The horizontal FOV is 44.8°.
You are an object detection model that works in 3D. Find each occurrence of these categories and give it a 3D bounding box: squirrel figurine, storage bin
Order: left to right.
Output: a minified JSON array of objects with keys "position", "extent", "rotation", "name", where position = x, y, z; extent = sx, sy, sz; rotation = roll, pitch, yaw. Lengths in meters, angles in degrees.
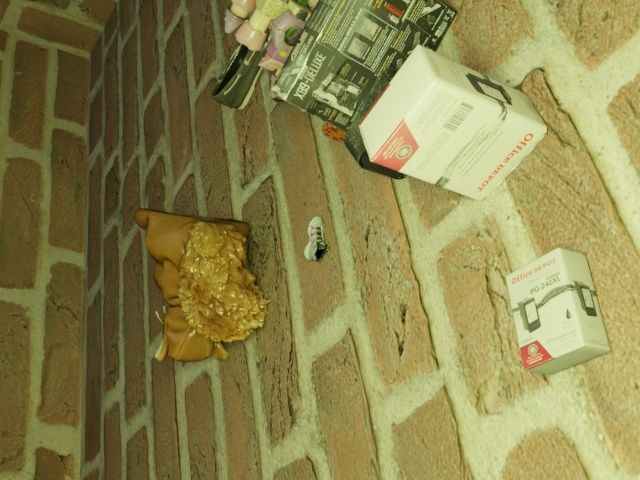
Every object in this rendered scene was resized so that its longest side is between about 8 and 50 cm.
[{"position":[-0.299,0.130,1.901],"extent":[0.397,0.281,0.370],"rotation":[14,97,61],"name":"squirrel figurine"},{"position":[0.141,-0.219,1.471],"extent":[0.180,0.122,0.084],"rotation":[-60,35,24],"name":"storage bin"}]

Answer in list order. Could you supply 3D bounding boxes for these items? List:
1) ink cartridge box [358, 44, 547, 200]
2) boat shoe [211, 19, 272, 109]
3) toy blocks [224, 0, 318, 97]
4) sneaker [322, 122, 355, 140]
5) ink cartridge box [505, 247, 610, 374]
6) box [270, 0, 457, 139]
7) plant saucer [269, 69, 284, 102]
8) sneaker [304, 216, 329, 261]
[{"position":[0.211,-0.180,1.241],"extent":[0.172,0.237,0.100],"rotation":[-51,37,34],"name":"ink cartridge box"},{"position":[-0.201,-0.522,2.151],"extent":[0.335,0.096,0.112],"rotation":[-64,34,18],"name":"boat shoe"},{"position":[-0.056,-0.417,1.713],"extent":[0.260,0.289,0.309],"rotation":[-55,41,25],"name":"toy blocks"},{"position":[0.072,-0.263,1.671],"extent":[0.175,0.064,0.067],"rotation":[-19,47,46],"name":"sneaker"},{"position":[0.332,0.100,1.103],"extent":[0.109,0.063,0.150],"rotation":[-38,48,45],"name":"ink cartridge box"},{"position":[0.084,-0.359,1.474],"extent":[0.307,0.242,0.076],"rotation":[-60,35,13],"name":"box"},{"position":[-0.065,-0.439,1.964],"extent":[0.199,0.036,0.198],"rotation":[-27,56,50],"name":"plant saucer"},{"position":[0.000,0.000,1.694],"extent":[0.069,0.038,0.098],"rotation":[21,106,57],"name":"sneaker"}]
